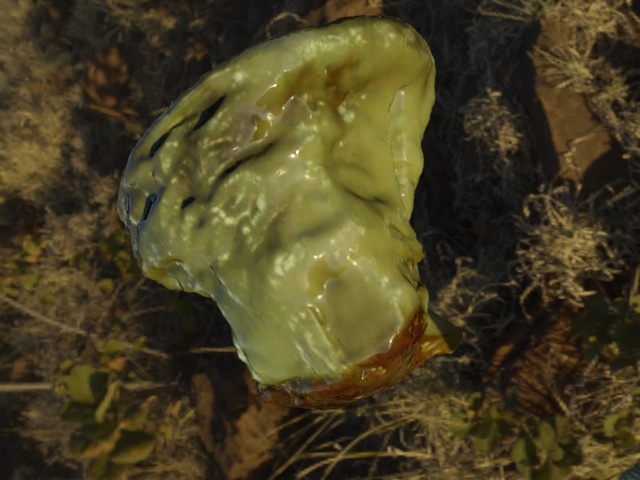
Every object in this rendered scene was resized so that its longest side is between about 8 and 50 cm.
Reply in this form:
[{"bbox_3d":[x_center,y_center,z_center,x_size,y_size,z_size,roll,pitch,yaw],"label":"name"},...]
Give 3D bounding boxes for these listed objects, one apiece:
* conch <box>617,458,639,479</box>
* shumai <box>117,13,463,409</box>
[{"bbox_3d":[0.557,0.386,1.294,0.131,0.172,0.200,51,120,22],"label":"conch"},{"bbox_3d":[0.000,0.000,0.836,0.397,0.324,0.323,-43,68,38],"label":"shumai"}]
